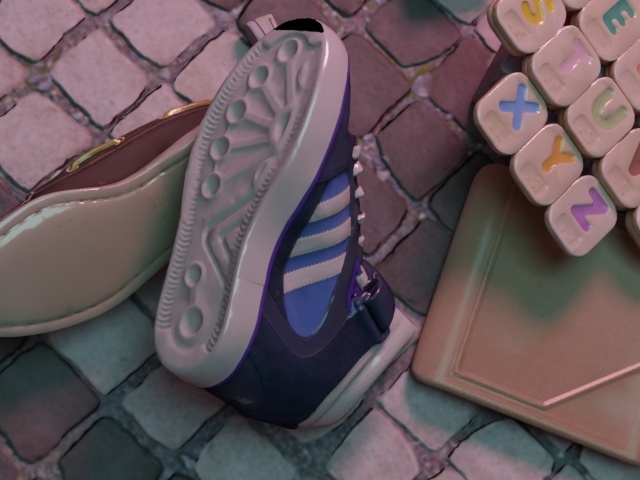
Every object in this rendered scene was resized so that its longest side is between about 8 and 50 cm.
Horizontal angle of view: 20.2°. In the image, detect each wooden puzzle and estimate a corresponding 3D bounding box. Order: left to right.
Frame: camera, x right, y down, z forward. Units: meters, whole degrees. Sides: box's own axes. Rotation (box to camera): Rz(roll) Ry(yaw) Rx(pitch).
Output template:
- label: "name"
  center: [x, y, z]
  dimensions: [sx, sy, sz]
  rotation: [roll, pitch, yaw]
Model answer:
- label: "wooden puzzle"
  center: [0.222, 0.068, 1.627]
  dimensions: [0.238, 0.044, 0.221]
  rotation: [20, 71, -1]

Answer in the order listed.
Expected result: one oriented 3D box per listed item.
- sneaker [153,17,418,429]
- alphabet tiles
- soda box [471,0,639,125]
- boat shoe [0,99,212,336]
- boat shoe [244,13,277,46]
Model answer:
- label: "sneaker"
  center: [0.000, 0.000, 1.521]
  dimensions: [0.236, 0.130, 0.323]
  rotation: [26, 79, -45]
- label: "alphabet tiles"
  center: [0.269, -0.130, 1.614]
  dimensions: [0.278, 0.021, 0.284]
  rotation: [-42, 103, -26]
- label: "soda box"
  center: [0.254, -0.234, 1.694]
  dimensions: [0.098, 0.091, 0.286]
  rotation: [30, 70, -4]
- label: "boat shoe"
  center: [-0.180, -0.024, 1.534]
  dimensions: [0.324, 0.097, 0.116]
  rotation: [-32, 116, -17]
- label: "boat shoe"
  center: [-0.030, -0.165, 1.642]
  dimensions: [0.035, 0.035, 0.100]
  rotation: [-30, 75, -16]
